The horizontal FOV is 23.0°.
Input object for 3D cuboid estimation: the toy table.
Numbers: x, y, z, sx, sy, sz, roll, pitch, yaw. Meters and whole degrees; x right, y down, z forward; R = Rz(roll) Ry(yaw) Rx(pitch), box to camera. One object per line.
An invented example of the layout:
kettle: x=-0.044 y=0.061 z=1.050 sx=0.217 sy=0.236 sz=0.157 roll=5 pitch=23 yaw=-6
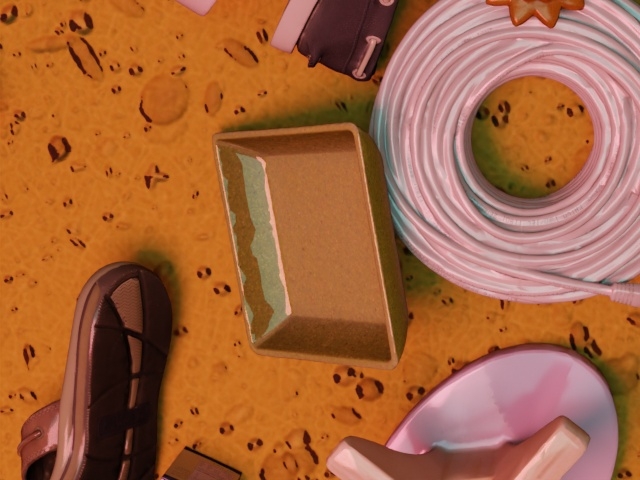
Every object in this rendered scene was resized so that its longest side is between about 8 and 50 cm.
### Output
toy table: x=0.123 y=0.216 z=1.240 sx=0.252 sy=0.161 sz=0.274 roll=27 pitch=104 yaw=3

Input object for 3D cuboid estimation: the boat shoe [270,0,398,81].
boat shoe: x=0.058 y=-0.237 z=1.152 sx=0.091 sy=0.114 sz=0.302 roll=25 pitch=142 yaw=-6

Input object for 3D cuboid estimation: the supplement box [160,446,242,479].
supplement box: x=-0.113 y=0.231 z=1.314 sx=0.056 sy=0.083 sz=0.083 roll=24 pitch=102 yaw=4

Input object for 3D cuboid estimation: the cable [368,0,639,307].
cable: x=0.167 y=-0.079 z=1.217 sx=0.257 sy=0.089 sz=0.257 roll=2 pitch=99 yaw=9

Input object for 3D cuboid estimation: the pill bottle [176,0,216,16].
pill bottle: x=-0.192 y=-0.332 z=1.148 sx=0.363 sy=0.210 sz=0.210 roll=33 pitch=103 yaw=-10

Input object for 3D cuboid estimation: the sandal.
sandal: x=-0.198 y=0.157 z=1.314 sx=0.086 sy=0.120 sz=0.303 roll=21 pitch=102 yaw=33

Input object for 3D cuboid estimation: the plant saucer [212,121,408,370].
plant saucer: x=0.000 y=0.000 z=1.237 sx=0.188 sy=0.045 sz=0.188 roll=1 pitch=104 yaw=52

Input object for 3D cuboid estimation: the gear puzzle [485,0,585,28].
gear puzzle: x=0.182 y=-0.321 z=1.150 sx=0.175 sy=0.044 sz=0.339 roll=16 pitch=87 yaw=5
